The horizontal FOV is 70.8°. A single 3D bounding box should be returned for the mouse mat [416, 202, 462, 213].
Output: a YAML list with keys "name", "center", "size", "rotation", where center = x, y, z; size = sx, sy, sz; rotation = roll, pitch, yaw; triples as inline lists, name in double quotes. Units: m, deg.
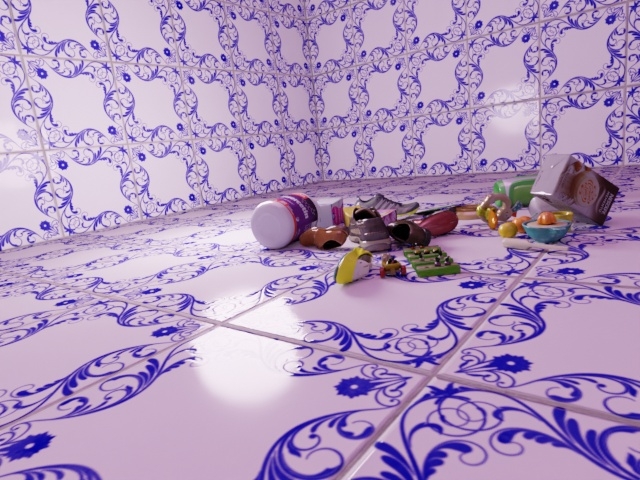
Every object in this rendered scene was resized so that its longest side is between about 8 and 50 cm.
- name: "mouse mat"
  center: [0.523, -0.142, 2.026]
  size: [0.152, 0.007, 0.189]
  rotation: [-14, 4, -28]

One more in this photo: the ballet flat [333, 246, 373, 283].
- name: "ballet flat"
  center: [0.099, 0.065, 1.219]
  size: [0.077, 0.077, 0.231]
  rotation: [14, 15, 13]

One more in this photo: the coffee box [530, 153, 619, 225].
- name: "coffee box"
  center: [0.822, -0.162, 1.455]
  size: [0.246, 0.141, 0.098]
  rotation: [23, 2, -21]

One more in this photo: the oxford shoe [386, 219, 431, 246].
- name: "oxford shoe"
  center: [0.270, -0.036, 1.500]
  size: [0.096, 0.083, 0.227]
  rotation: [15, 2, -21]

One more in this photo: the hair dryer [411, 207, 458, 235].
- name: "hair dryer"
  center: [0.395, -0.051, 1.656]
  size: [0.223, 0.080, 0.293]
  rotation: [-18, 1, 21]

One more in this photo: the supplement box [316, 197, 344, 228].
- name: "supplement box"
  center: [0.029, -0.123, 2.031]
  size: [0.113, 0.111, 0.220]
  rotation: [-3, 13, 16]

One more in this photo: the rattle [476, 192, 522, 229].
- name: "rattle"
  center: [0.684, -0.092, 1.645]
  size: [0.199, 0.130, 0.143]
  rotation: [17, 14, -23]

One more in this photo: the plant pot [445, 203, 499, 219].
- name: "plant pot"
  center: [0.632, -0.124, 1.902]
  size: [0.236, 0.033, 0.236]
  rotation: [-7, 11, 1]

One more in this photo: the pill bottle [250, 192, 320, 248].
- name: "pill bottle"
  center: [-0.121, -0.087, 1.773]
  size: [0.181, 0.182, 0.323]
  rotation: [-1, 14, 26]

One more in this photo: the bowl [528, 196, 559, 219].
- name: "bowl"
  center: [0.817, -0.113, 1.594]
  size: [0.142, 0.053, 0.142]
  rotation: [-5, -21, 18]

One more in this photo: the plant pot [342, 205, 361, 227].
- name: "plant pot"
  center: [0.142, -0.095, 1.925]
  size: [0.081, 0.081, 0.083]
  rotation: [-6, 22, 0]

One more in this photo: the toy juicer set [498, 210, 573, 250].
- name: "toy juicer set"
  center: [0.647, -0.042, 1.371]
  size: [0.209, 0.090, 0.329]
  rotation: [1, 15, 31]

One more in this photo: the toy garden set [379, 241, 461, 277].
- name: "toy garden set"
  center: [0.257, 0.045, 1.264]
  size: [0.203, 0.049, 0.244]
  rotation: [-6, 12, 2]

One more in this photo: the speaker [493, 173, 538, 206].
- name: "speaker"
  center: [0.913, -0.215, 1.947]
  size: [0.296, 0.131, 0.131]
  rotation: [-5, 12, 6]

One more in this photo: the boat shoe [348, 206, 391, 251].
- name: "boat shoe"
  center: [0.172, -0.057, 1.595]
  size: [0.132, 0.130, 0.355]
  rotation: [-8, 12, -8]

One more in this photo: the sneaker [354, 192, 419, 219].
- name: "sneaker"
  center: [0.288, -0.152, 1.999]
  size: [0.299, 0.122, 0.111]
  rotation: [-5, 12, 5]

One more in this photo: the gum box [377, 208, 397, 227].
- name: "gum box"
  center: [0.232, -0.081, 1.838]
  size: [0.107, 0.062, 0.188]
  rotation: [0, 13, 29]

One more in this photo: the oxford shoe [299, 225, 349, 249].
- name: "oxford shoe"
  center: [0.000, 0.000, 1.590]
  size: [0.212, 0.076, 0.076]
  rotation: [-9, 47, 40]
